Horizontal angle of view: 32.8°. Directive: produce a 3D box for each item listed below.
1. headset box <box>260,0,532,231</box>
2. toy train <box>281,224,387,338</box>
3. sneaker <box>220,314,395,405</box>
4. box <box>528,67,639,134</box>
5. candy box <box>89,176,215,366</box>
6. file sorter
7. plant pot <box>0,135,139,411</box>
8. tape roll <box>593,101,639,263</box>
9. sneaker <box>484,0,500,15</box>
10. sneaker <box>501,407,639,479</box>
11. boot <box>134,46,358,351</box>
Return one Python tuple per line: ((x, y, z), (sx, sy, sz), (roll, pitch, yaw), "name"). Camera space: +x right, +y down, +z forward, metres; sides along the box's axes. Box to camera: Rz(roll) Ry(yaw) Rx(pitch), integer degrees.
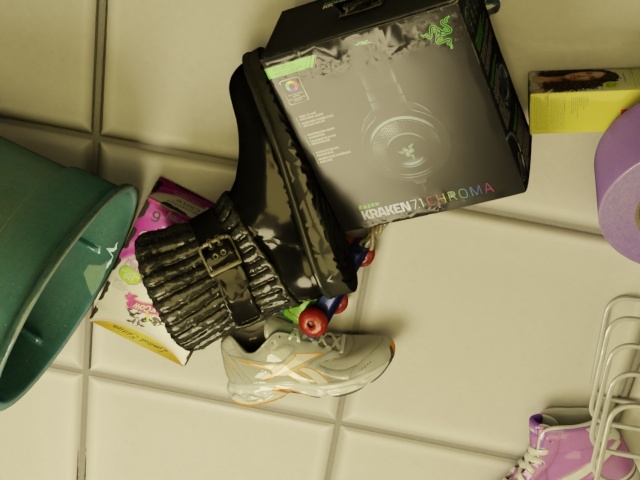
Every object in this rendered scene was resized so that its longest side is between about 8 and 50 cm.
((0.095, -0.178, 1.306), (0.246, 0.131, 0.283), (-12, 124, 22), "headset box")
((0.000, 0.000, 1.479), (0.143, 0.105, 0.248), (32, 117, 8), "toy train")
((-0.026, 0.158, 1.562), (0.262, 0.099, 0.121), (-12, 111, 13), "sneaker")
((0.372, -0.173, 1.329), (0.232, 0.087, 0.058), (-1, 118, 8), "box")
((-0.210, 0.048, 1.543), (0.159, 0.071, 0.233), (27, 119, -6), "candy box")
((0.448, 0.218, 1.419), (0.173, 0.277, 0.193), (8, 119, 9), "file sorter")
((-0.469, -0.008, 1.429), (0.334, 0.341, 0.341), (31, 118, 2), "plant pot")
((0.471, -0.070, 1.301), (0.275, 0.090, 0.275), (4, 144, 3), "tape roll")
((0.157, -0.270, 1.337), (0.135, 0.052, 0.058), (-8, 126, 21), "sneaker")
((0.309, 0.337, 1.607), (0.282, 0.102, 0.161), (-29, 107, 10), "sneaker")
((-0.122, -0.048, 1.392), (0.260, 0.131, 0.348), (-17, 88, 16), "boot")
